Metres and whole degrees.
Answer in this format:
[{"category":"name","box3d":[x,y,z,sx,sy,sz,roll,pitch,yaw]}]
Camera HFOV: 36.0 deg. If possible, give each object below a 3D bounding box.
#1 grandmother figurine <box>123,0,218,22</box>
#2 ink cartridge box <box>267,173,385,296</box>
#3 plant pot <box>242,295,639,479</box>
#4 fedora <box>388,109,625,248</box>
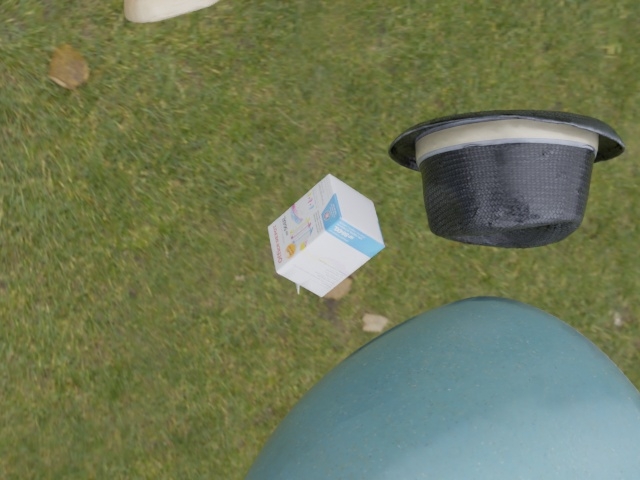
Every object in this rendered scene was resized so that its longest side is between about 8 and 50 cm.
[{"category":"grandmother figurine","box3d":[-0.140,-0.325,0.656,0.104,0.208,0.342,-18,124,-11]},{"category":"ink cartridge box","box3d":[0.000,0.000,1.339,0.143,0.092,0.090,-40,130,25]},{"category":"plant pot","box3d":[0.054,0.196,0.604,0.195,0.290,0.290,-12,106,-33]},{"category":"fedora","box3d":[0.255,-0.073,1.381,0.334,0.334,0.153,7,79,-20]}]
